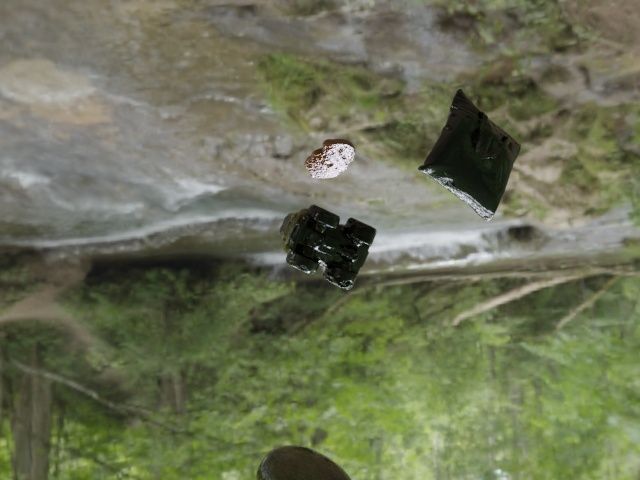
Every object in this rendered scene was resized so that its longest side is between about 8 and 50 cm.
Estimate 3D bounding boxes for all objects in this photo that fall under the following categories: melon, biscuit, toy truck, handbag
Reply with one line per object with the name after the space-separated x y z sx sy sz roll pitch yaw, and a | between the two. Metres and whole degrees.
-0.015 0.347 1.022 0.167 0.114 0.114 25 -165 32 | melon
0.021 -0.182 1.679 0.102 0.019 0.130 10 142 -31 | biscuit
0.000 0.000 1.643 0.224 0.147 0.165 21 -175 -40 | toy truck
0.347 -0.191 1.710 0.254 0.211 0.089 31 170 -32 | handbag
